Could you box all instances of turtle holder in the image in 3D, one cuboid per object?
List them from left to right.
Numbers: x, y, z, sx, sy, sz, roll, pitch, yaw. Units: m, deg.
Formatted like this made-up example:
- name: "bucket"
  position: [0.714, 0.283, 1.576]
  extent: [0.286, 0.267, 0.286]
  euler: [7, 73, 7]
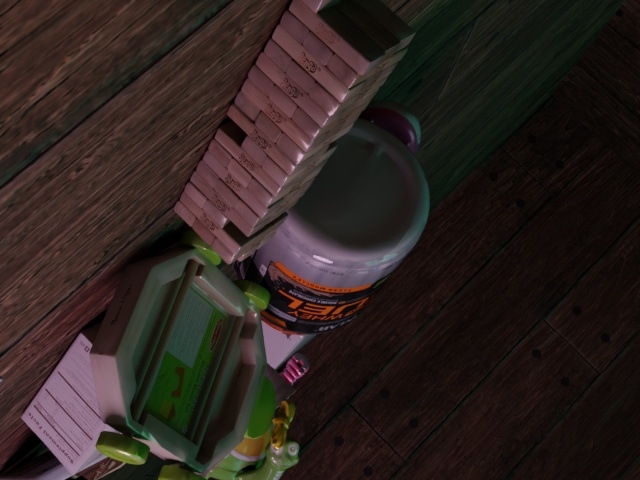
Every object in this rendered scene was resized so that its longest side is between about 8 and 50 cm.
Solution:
- name: "turtle holder"
  position: [-0.212, 0.421, 1.958]
  extent: [0.227, 0.243, 0.320]
  euler: [-66, -153, 7]

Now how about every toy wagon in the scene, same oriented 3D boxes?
- name: "toy wagon"
  position: [-0.140, 0.165, 1.059]
  extent: [0.344, 0.068, 0.267]
  euler: [51, 50, -49]

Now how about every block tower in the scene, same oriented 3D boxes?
- name: "block tower"
  position: [-0.035, -0.108, 0.857]
  extent: [0.091, 0.097, 0.335]
  euler: [-38, 168, -46]

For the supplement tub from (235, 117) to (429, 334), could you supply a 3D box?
- name: "supplement tub"
  position: [0.000, 0.000, 1.168]
  extent: [0.207, 0.207, 0.338]
  euler: [-41, 171, -25]

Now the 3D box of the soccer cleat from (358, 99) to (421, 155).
- name: "soccer cleat"
  position: [0.070, -0.132, 1.282]
  extent: [0.143, 0.116, 0.331]
  euler: [-59, -178, -28]

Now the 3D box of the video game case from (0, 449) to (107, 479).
- name: "video game case"
  position: [-0.338, 0.300, 1.254]
  extent: [0.212, 0.023, 0.193]
  euler: [-24, -178, -37]

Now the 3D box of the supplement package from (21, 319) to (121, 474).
- name: "supplement package"
  position: [-0.272, 0.187, 1.098]
  extent: [0.179, 0.105, 0.105]
  euler: [-49, 172, 30]

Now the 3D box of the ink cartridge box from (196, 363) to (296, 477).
- name: "ink cartridge box"
  position: [-0.174, 0.199, 1.224]
  extent: [0.181, 0.224, 0.056]
  euler: [-41, 162, -23]

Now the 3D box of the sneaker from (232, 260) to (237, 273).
- name: "sneaker"
  position: [-0.092, 0.013, 1.389]
  extent: [0.098, 0.038, 0.069]
  euler: [-39, 177, 28]

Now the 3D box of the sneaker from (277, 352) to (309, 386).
- name: "sneaker"
  position: [-0.073, 0.260, 1.635]
  extent: [0.119, 0.047, 0.057]
  euler: [-38, -177, -29]

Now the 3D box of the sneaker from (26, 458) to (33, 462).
- name: "sneaker"
  position: [-0.441, 0.372, 1.290]
  extent: [0.065, 0.061, 0.158]
  euler: [-19, -161, 31]

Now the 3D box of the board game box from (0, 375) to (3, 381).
- name: "board game box"
  position: [-0.358, 0.159, 0.833]
  extent: [0.090, 0.020, 0.090]
  euler: [-44, 172, -2]

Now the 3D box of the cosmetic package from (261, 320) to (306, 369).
- name: "cosmetic package"
  position: [-0.079, 0.135, 1.640]
  extent: [0.151, 0.151, 0.183]
  euler: [-50, 171, 32]

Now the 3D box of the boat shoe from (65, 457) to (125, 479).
- name: "boat shoe"
  position: [-0.388, 0.366, 1.476]
  extent: [0.095, 0.095, 0.257]
  euler: [-30, 165, -39]
